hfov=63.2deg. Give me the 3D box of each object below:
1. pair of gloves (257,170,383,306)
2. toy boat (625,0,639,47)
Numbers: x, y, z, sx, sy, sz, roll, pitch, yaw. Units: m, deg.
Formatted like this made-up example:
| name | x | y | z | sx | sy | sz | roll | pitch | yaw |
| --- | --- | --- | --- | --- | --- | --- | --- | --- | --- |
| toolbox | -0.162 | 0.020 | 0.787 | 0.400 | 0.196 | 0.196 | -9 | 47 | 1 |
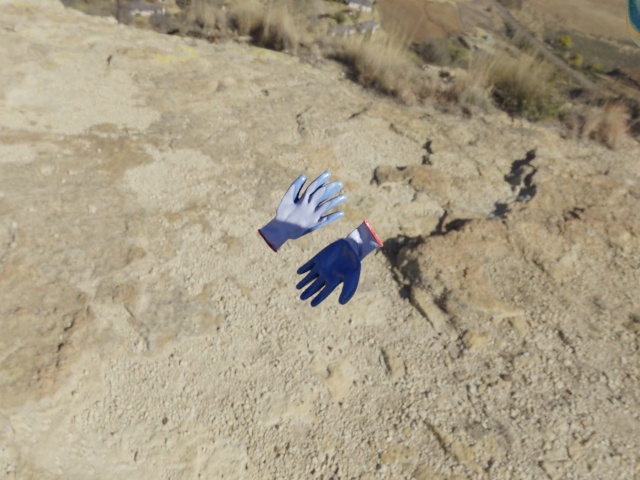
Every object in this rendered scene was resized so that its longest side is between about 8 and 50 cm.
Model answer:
| name | x | y | z | sx | sy | sz | roll | pitch | yaw |
| --- | --- | --- | --- | --- | --- | --- | --- | --- | --- |
| pair of gloves | 0.000 | 0.000 | 0.785 | 0.198 | 0.159 | 0.023 | 53 | 18 | 16 |
| toy boat | 0.437 | -0.373 | 0.676 | 0.148 | 0.267 | 0.318 | -23 | 79 | 9 |
